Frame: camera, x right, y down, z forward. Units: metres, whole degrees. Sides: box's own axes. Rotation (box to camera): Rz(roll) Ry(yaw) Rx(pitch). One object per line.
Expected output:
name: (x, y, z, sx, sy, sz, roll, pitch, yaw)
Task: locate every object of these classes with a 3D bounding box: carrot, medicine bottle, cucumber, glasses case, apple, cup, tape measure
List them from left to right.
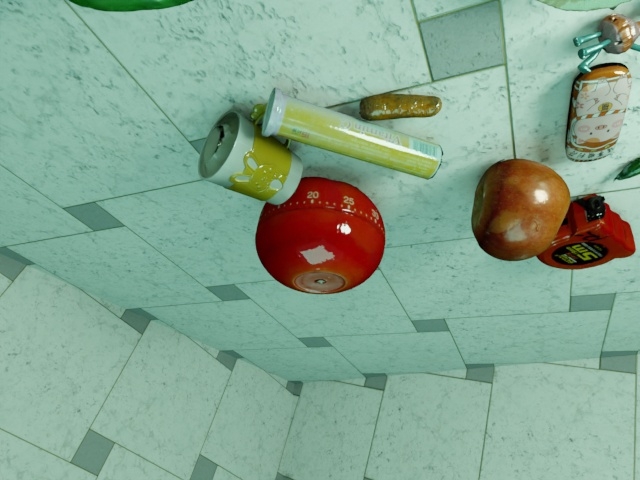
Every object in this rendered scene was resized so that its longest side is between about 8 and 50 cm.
cup: (-0.157, -0.216, 1.162, 0.226, 0.185, 0.241, 26, 113, -37)
medicine bottle: (0.081, -0.237, 1.093, 0.426, 0.108, 0.108, 14, 148, -17)
carrot: (0.178, -0.301, 1.043, 0.186, 0.060, 0.060, -2, 148, 7)
apple: (0.493, -0.072, 1.166, 0.207, 0.251, 0.271, 12, 136, 9)
tape measure: (0.745, -0.013, 1.349, 0.253, 0.114, 0.260, 26, 147, -29)
glasses case: (0.593, -0.266, 1.006, 0.103, 0.067, 0.266, -5, 146, 21)
cucumber: (0.784, -0.188, 1.128, 0.037, 0.037, 0.155, 24, 143, -26)

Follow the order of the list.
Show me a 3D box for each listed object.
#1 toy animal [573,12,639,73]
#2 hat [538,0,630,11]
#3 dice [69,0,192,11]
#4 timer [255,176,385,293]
toy animal: (0.559, -0.368, 0.816, 0.208, 0.100, 0.103, -24, 95, 25)
hat: (0.412, -0.469, 0.671, 0.252, 0.109, 0.252, 7, 157, 3)
dice: (-0.265, -0.498, 0.586, 0.300, 0.287, 0.297, 2, 148, 9)
timer: (0.000, 0.000, 1.361, 0.378, 0.279, 0.378, 3, 149, 2)
